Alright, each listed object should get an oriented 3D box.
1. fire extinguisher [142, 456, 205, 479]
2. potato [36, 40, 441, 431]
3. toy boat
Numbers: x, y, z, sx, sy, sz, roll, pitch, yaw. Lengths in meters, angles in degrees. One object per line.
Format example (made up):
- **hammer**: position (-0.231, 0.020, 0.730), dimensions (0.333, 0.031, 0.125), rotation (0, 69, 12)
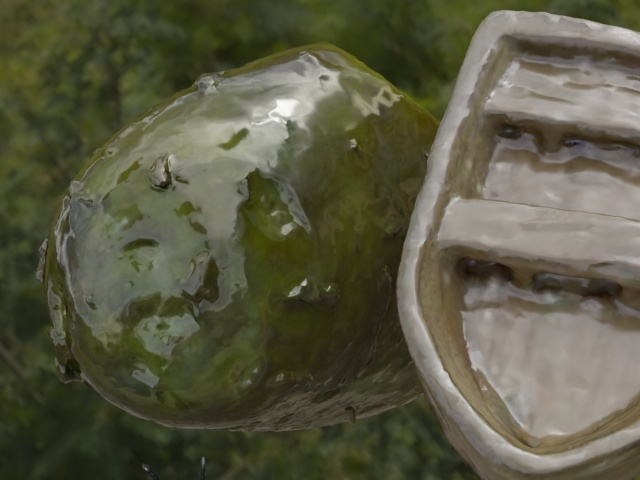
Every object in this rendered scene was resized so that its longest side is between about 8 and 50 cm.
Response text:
- **fire extinguisher**: position (-0.074, 0.075, 0.490), dimensions (0.100, 0.032, 0.046), rotation (-13, 6, 0)
- **potato**: position (0.000, 0.000, 0.889), dimensions (0.141, 0.298, 0.176), rotation (41, 117, 27)
- **toy boat**: position (0.088, 0.014, 0.686), dimensions (0.116, 0.061, 0.188), rotation (12, 56, 10)
